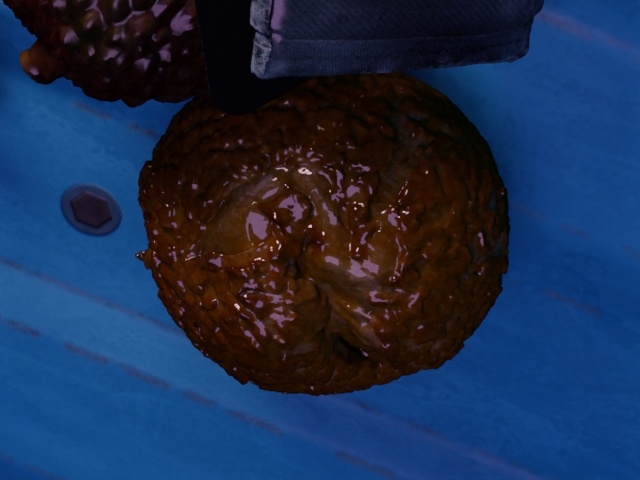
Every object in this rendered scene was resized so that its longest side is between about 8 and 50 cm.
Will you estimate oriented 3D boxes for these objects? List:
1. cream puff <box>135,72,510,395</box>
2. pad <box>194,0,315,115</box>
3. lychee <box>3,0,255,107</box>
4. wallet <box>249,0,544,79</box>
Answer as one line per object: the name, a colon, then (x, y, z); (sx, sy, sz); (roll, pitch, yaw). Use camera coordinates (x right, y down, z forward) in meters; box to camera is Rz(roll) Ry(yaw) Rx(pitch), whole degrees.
cream puff: (0.000, 0.000, 1.320); (0.303, 0.212, 0.303); (4, 121, 7)
pad: (0.017, -0.208, 1.165); (0.004, 0.267, 0.181); (27, 137, 41)
lychee: (-0.119, -0.216, 1.194); (0.236, 0.236, 0.271); (34, 108, -10)
wallet: (0.069, -0.278, 1.113); (0.237, 0.075, 0.342); (-9, 122, -31)
